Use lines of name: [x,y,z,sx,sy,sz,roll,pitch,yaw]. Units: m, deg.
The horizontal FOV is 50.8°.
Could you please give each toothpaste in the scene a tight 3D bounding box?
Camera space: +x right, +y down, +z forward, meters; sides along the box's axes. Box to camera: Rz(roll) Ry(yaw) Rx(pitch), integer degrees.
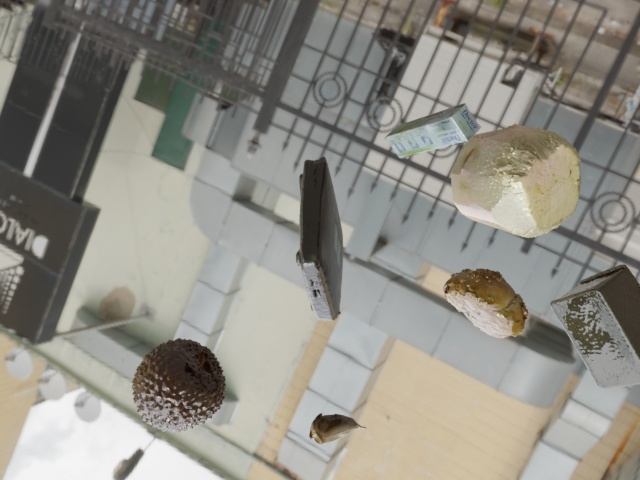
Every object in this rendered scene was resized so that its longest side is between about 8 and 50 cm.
toothpaste: [0.299,-0.293,1.840,0.081,0.067,0.336,51,160,-15]

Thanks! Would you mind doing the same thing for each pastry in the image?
pastry: [0.570,0.200,2.297,0.311,0.162,0.255,40,166,-23]

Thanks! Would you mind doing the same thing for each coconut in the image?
coconut: [0.521,-0.173,1.852,0.297,0.297,0.309,18,-175,-32]

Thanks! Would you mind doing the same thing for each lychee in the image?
lychee: [-0.397,0.407,1.859,0.267,0.267,0.267,23,-170,-4]

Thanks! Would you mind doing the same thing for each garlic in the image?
garlic: [0.038,0.514,1.845,0.152,0.066,0.084,-11,-139,-18]

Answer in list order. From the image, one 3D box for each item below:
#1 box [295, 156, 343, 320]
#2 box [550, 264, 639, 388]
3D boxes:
box: [0.000,0.000,1.814,0.091,0.359,0.350,-4,144,8]
box: [0.763,0.227,1.753,0.143,0.184,0.273,-26,-96,-31]
